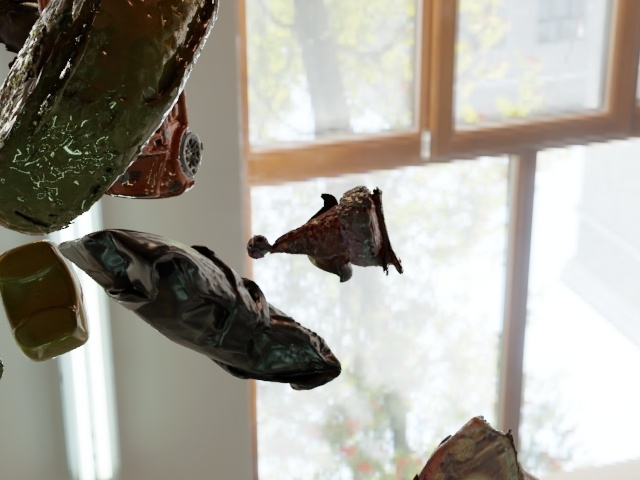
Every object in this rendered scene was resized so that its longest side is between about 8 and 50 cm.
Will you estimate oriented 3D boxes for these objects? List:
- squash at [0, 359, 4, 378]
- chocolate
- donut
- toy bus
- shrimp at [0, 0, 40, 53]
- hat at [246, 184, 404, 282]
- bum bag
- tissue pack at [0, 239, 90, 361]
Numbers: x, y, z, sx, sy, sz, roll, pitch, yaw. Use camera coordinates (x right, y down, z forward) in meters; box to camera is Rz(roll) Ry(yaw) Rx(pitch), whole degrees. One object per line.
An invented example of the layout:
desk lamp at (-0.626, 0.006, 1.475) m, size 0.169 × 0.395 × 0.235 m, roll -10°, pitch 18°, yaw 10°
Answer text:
squash at (-0.558, 0.117, 1.719) m, size 0.189 × 0.189 × 0.260 m, roll -19°, pitch -119°, yaw -37°
chocolate at (0.195, 0.312, 1.407) m, size 0.147 × 0.221 × 0.221 m, roll 25°, pitch -170°, yaw -30°
donut at (-0.172, -0.118, 0.959) m, size 0.107 × 0.272 × 0.272 m, roll 29°, pitch -163°, yaw -18°
toy bus at (-0.247, -0.200, 1.537) m, size 0.143 × 0.329 × 0.153 m, roll 2°, pitch -161°, yaw 21°
shrimp at (-0.337, -0.342, 1.784) m, size 0.364 × 0.233 × 0.071 m, roll 22°, pitch 166°, yaw 15°
hat at (0.001, 0.003, 1.907) m, size 0.227 × 0.140 × 0.129 m, roll -12°, pitch -174°, yaw 10°
bum bag at (-0.111, 0.063, 1.241) m, size 0.144 × 0.095 × 0.340 m, roll 11°, pitch 164°, yaw 39°
tissue pack at (-0.430, 0.095, 1.997) m, size 0.123 × 0.178 × 0.127 m, roll -20°, pitch 167°, yaw -1°
